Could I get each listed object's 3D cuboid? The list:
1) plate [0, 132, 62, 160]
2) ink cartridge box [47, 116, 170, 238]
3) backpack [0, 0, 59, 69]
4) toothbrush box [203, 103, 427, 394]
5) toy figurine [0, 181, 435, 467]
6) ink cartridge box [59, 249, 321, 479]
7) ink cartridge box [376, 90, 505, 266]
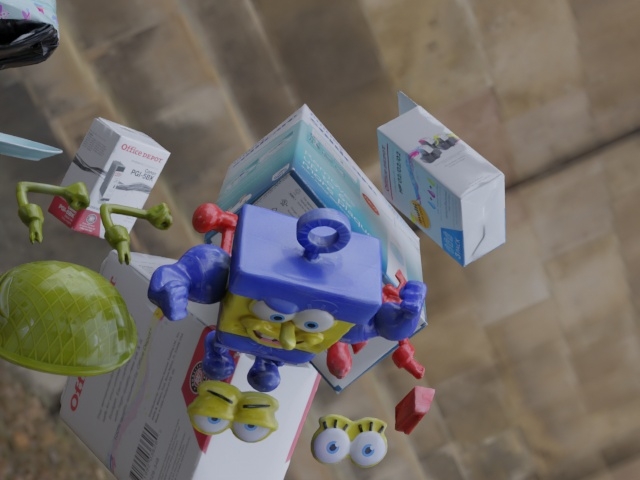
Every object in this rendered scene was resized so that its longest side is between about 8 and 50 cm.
[{"bbox_3d":[-0.481,-0.145,2.390,0.188,0.188,0.024,-97,-159,-85],"label":"plate"},{"bbox_3d":[-0.263,-0.074,1.994,0.056,0.135,0.099,34,10,36],"label":"ink cartridge box"},{"bbox_3d":[-0.381,-0.247,1.766,0.152,0.182,0.115,138,-57,-69],"label":"backpack"},{"bbox_3d":[0.000,0.000,1.720,0.216,0.126,0.295,49,12,-11],"label":"toothbrush box"},{"bbox_3d":[-0.052,0.013,1.165,0.217,0.362,0.191,126,-24,-54],"label":"toy figurine"},{"bbox_3d":[-0.154,0.169,1.806,0.131,0.226,0.306,11,15,-36],"label":"ink cartridge box"},{"bbox_3d":[0.117,-0.068,1.701,0.181,0.061,0.104,44,-26,38],"label":"ink cartridge box"}]
